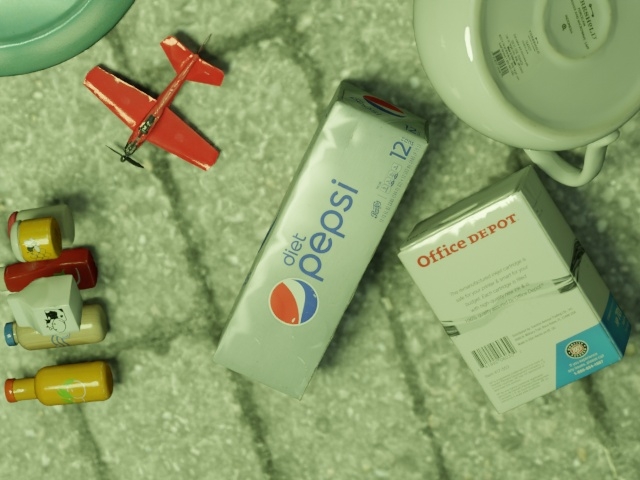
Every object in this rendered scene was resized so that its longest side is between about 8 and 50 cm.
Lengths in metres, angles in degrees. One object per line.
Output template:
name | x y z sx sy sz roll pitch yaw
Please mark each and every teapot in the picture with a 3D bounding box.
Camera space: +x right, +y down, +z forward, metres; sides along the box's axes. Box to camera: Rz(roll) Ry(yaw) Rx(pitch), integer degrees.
teapot | 0.179 -0.198 1.709 0.252 0.187 0.256 16 91 -27

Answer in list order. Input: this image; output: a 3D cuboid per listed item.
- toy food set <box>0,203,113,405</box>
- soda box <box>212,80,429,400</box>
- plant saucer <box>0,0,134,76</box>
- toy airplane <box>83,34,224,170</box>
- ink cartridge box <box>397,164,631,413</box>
toy food set | -0.275 0.055 1.845 0.104 0.111 0.232 -7 137 7
soda box | 0.000 0.000 1.823 0.098 0.091 0.286 24 107 -3
plant saucer | -0.306 -0.302 1.764 0.317 0.044 0.318 -1 106 -3
toy airplane | -0.147 -0.131 1.831 0.151 0.028 0.151 1 107 3
ink cartridge box | 0.184 0.047 1.814 0.139 0.082 0.191 -27 101 25
